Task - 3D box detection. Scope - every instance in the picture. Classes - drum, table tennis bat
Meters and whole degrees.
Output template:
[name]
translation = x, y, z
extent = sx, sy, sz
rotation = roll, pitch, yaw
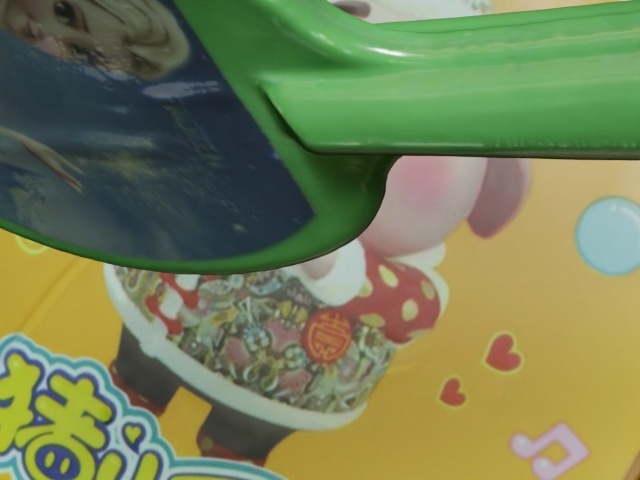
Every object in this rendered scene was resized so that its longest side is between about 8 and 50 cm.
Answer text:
[drum]
translation = 0.000, 0.000, 0.925
extent = 0.431, 0.431, 0.214
rotation = -50, 166, 11
[table tennis bat]
translation = -0.020, -0.038, 0.477
extent = 0.257, 0.039, 0.160
rotation = 0, 144, 23
